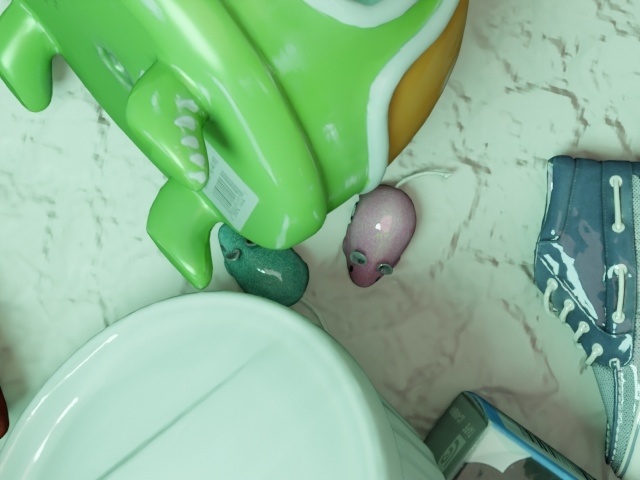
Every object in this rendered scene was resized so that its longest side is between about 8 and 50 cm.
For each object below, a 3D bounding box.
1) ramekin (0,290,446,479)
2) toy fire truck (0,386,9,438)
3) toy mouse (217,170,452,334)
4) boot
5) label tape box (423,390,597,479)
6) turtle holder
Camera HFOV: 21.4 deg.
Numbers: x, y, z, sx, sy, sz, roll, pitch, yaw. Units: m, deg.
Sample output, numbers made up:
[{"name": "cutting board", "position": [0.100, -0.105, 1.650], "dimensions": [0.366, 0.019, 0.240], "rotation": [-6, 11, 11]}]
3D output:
[{"name": "ramekin", "position": [-0.049, 0.172, 0.898], "dimensions": [0.273, 0.273, 0.127], "rotation": [-55, 140, 1]}, {"name": "toy fire truck", "position": [-0.289, 0.048, 0.857], "dimensions": [0.169, 0.254, 0.302], "rotation": [-25, 97, -2]}, {"name": "toy mouse", "position": [0.000, 0.000, 0.990], "dimensions": [0.161, 0.031, 0.143], "rotation": [-4, 96, -5]}, {"name": "boot", "position": [0.164, 0.045, 0.997], "dimensions": [0.086, 0.069, 0.190], "rotation": [7, 87, 1]}, {"name": "label tape box", "position": [0.089, 0.302, 0.986], "dimensions": [0.249, 0.115, 0.348], "rotation": [35, 90, -7]}, {"name": "turtle holder", "position": [-0.064, -0.156, 0.892], "dimensions": [0.227, 0.243, 0.320], "rotation": [-40, 58, -13]}]
